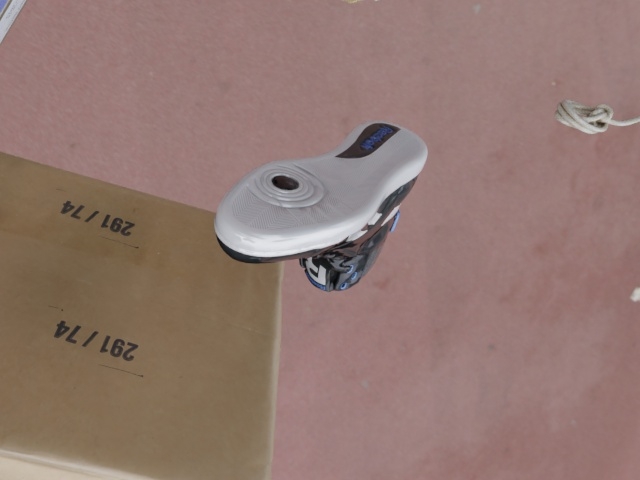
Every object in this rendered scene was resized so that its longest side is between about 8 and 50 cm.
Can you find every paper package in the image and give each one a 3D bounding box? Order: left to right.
[{"bbox_3d":[-0.201,0.098,0.713,0.325,0.309,0.168,14,130,-11],"label":"paper package"}]

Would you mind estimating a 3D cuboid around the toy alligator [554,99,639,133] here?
[{"bbox_3d":[0.221,-0.066,0.476,0.190,0.056,0.051,11,130,-13],"label":"toy alligator"}]

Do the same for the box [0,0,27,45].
[{"bbox_3d":[-0.265,-0.160,0.453,0.225,0.036,0.136,35,104,-8],"label":"box"}]

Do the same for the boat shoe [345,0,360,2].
[{"bbox_3d":[0.090,-0.283,0.944,0.153,0.056,0.048,-23,131,16],"label":"boat shoe"}]

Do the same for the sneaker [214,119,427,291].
[{"bbox_3d":[0.000,0.000,0.643,0.217,0.079,0.121,-31,147,-48],"label":"sneaker"}]
